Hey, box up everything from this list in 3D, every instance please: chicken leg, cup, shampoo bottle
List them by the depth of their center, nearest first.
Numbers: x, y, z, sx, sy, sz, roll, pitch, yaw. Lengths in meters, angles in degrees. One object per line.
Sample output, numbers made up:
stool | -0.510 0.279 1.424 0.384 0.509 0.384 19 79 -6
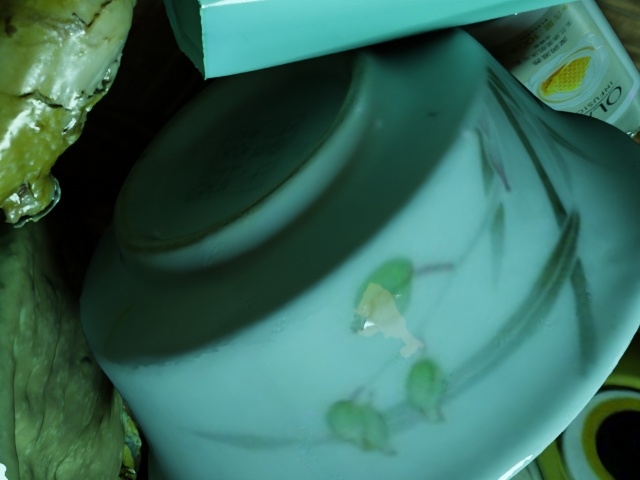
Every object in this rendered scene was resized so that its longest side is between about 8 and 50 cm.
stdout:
chicken leg | -0.164 -0.052 0.885 0.085 0.101 0.207 25 88 -26
cup | 0.034 -0.164 0.902 0.236 0.134 0.148 -19 175 -14
cup | 0.000 0.000 0.968 0.347 0.347 0.163 -36 119 6
shampoo bottle | 0.152 -0.119 1.152 0.086 0.056 0.227 -36 150 8

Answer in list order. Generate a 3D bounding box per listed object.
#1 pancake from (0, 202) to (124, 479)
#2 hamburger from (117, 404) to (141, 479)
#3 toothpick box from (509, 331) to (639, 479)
pancake | -0.152 0.090 1.017 0.050 0.242 0.242 -4 151 10
hamburger | -0.208 0.185 1.222 0.177 0.113 0.185 -8 151 -45
toothpick box | 0.123 0.243 1.312 0.425 0.409 0.409 -33 150 -11
